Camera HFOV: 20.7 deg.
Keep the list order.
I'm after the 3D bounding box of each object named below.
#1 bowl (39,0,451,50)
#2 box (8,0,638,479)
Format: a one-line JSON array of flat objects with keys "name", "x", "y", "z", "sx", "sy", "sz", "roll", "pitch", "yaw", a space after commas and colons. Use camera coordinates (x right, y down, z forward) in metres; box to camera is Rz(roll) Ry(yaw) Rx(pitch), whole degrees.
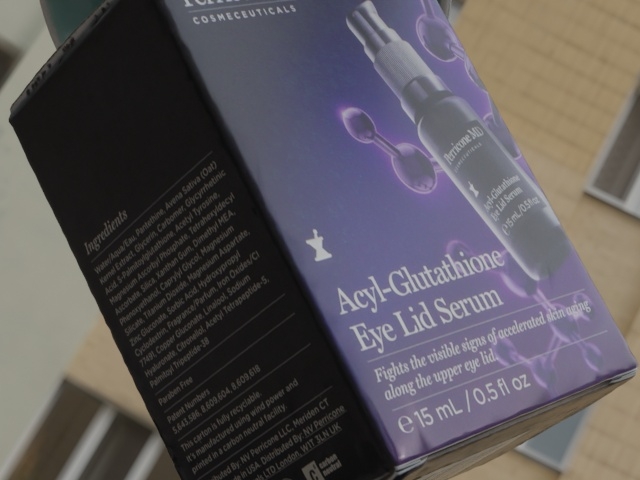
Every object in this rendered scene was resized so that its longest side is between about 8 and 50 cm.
[{"name": "bowl", "x": -0.034, "y": -0.209, "z": 1.271, "sx": 0.311, "sy": 0.163, "sz": 0.312, "roll": 7, "pitch": -69, "yaw": 18}, {"name": "box", "x": 0.000, "y": 0.000, "z": 0.684, "sx": 0.108, "sy": 0.153, "sz": 0.207, "roll": -38, "pitch": -105, "yaw": 42}]
